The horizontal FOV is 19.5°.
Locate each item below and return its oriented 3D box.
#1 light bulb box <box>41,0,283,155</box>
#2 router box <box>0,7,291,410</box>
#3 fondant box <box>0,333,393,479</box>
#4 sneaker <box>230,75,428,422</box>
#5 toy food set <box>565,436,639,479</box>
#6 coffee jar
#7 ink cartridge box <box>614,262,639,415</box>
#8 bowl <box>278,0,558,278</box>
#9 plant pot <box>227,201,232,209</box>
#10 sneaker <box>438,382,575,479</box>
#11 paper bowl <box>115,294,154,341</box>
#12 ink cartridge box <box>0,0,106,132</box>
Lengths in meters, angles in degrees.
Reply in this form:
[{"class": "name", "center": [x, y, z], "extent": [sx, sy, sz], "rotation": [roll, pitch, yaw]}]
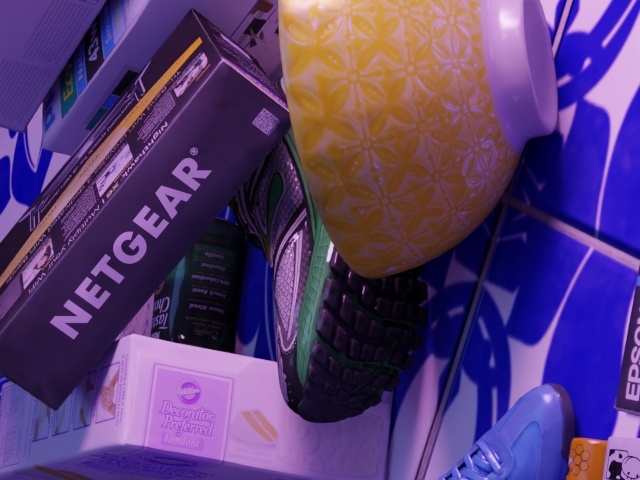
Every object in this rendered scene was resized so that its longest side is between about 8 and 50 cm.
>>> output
[{"class": "light bulb box", "center": [-0.108, -0.298, 1.829], "extent": [0.361, 0.225, 0.358], "rotation": [-46, 40, 46]}, {"class": "router box", "center": [-0.161, -0.035, 1.556], "extent": [0.309, 0.081, 0.243], "rotation": [-50, 18, 7]}, {"class": "fondant box", "center": [-0.121, 0.169, 1.624], "extent": [0.330, 0.238, 0.096], "rotation": [-24, 57, 59]}, {"class": "sneaker", "center": [0.000, 0.000, 1.543], "extent": [0.146, 0.134, 0.343], "rotation": [-20, 50, 29]}, {"class": "toy food set", "center": [0.226, 0.173, 1.055], "extent": [0.232, 0.111, 0.104], "rotation": [-6, 73, 61]}, {"class": "coffee jar", "center": [-0.127, 0.073, 1.867], "extent": [0.096, 0.079, 0.184], "rotation": [-25, 57, 59]}, {"class": "ink cartridge box", "center": [0.265, 0.038, 1.098], "extent": [0.333, 0.065, 0.165], "rotation": [3, 82, 65]}, {"class": "bowl", "center": [0.088, -0.124, 1.386], "extent": [0.156, 0.289, 0.289], "rotation": [-8, 64, 18]}, {"class": "plant pot", "center": [-0.033, -0.093, 1.716], "extent": [0.095, 0.134, 0.134], "rotation": [-75, 10, -62]}, {"class": "sneaker", "center": [0.109, 0.188, 1.329], "extent": [0.209, 0.082, 0.069], "rotation": [-63, 27, 25]}, {"class": "paper bowl", "center": [-0.241, 0.065, 2.031], "extent": [0.284, 0.148, 0.284], "rotation": [-39, 45, 54]}, {"class": "ink cartridge box", "center": [-0.282, -0.307, 1.777], "extent": [0.309, 0.130, 0.271], "rotation": [-47, 37, 47]}]
